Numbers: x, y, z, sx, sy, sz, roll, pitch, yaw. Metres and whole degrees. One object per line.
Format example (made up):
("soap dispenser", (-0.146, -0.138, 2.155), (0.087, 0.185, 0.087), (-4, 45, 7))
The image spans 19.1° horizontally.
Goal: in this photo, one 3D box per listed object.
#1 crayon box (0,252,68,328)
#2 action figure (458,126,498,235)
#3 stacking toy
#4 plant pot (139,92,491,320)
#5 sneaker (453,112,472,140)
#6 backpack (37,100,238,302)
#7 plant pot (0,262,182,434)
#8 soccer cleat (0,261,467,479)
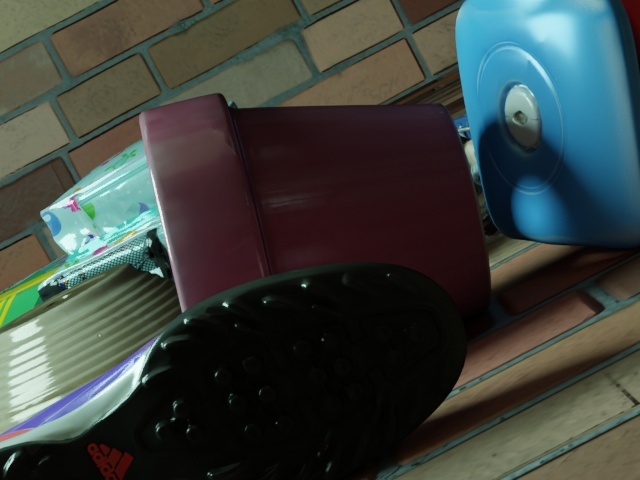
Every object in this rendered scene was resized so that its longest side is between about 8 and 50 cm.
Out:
("crayon box", (-0.171, 0.025, 1.988), (0.313, 0.106, 0.363), (-24, 7, 41))
("action figure", (0.055, -0.018, 1.431), (0.185, 0.099, 0.285), (-32, -2, 41))
("stacking toy", (0.248, -0.107, 1.191), (0.301, 0.166, 0.175), (-14, 9, -25))
("plant pot", (0.000, 0.000, 1.136), (0.180, 0.201, 0.201), (-12, 5, -4))
("sneaker", (0.145, -0.098, 1.821), (0.084, 0.058, 0.152), (-23, 1, -15))
("backpack", (-0.096, -0.008, 1.609), (0.253, 0.191, 0.225), (-20, 7, 20))
("plant pot", (-0.169, 0.091, 1.412), (0.237, 0.110, 0.237), (-27, 5, 3))
("soccer cleat", (-0.072, 0.098, 0.968), (0.318, 0.109, 0.116), (-29, 2, 10))
